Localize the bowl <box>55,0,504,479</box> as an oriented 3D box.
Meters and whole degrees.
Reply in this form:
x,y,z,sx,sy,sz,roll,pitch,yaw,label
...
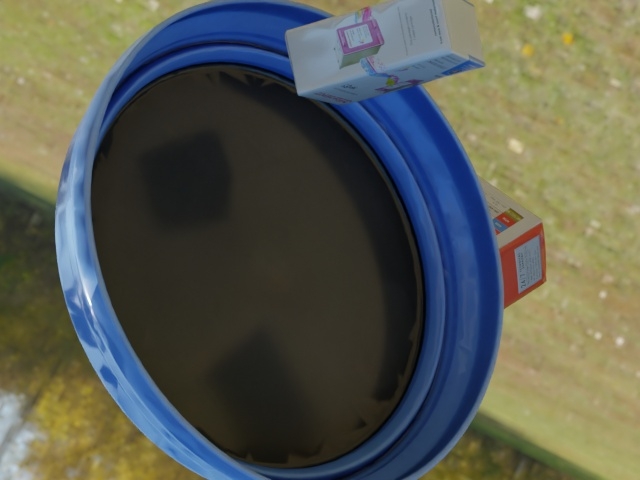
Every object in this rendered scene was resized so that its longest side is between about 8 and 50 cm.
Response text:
x,y,z,sx,sy,sz,roll,pitch,yaw,label
-0.025,0.007,1.065,0.391,0.391,0.077,29,148,-28,bowl

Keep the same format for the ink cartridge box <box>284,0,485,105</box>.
x,y,z,sx,sy,sz,roll,pitch,yaw,label
0.048,-0.139,1.015,0.122,0.052,0.088,-12,175,22,ink cartridge box

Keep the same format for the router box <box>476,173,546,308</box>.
x,y,z,sx,sy,sz,roll,pitch,yaw,label
0.000,0.000,1.379,0.335,0.301,0.082,41,152,42,router box
